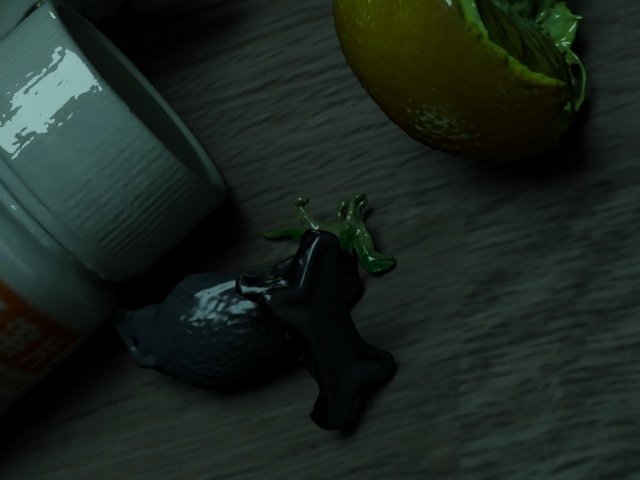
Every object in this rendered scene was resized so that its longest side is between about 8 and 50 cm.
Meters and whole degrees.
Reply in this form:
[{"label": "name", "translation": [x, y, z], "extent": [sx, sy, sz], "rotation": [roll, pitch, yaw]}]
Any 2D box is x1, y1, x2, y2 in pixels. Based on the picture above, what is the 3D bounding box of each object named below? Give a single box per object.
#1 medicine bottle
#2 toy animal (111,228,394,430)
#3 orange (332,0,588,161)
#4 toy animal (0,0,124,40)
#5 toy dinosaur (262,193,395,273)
[{"label": "medicine bottle", "translation": [-0.264, 0.017, 1.345], "extent": [0.371, 0.211, 0.211], "rotation": [-41, 46, 7]}, {"label": "toy animal", "translation": [-0.051, 0.042, 1.262], "extent": [0.210, 0.121, 0.117], "rotation": [3, 45, 44]}, {"label": "orange", "translation": [0.089, -0.161, 1.227], "extent": [0.158, 0.179, 0.237], "rotation": [-17, 58, 27]}, {"label": "toy animal", "translation": [-0.238, -0.247, 1.471], "extent": [0.289, 0.249, 0.174], "rotation": [-4, 103, 48]}, {"label": "toy dinosaur", "translation": [0.000, 0.000, 1.297], "extent": [0.120, 0.029, 0.060], "rotation": [-5, 76, 36]}]
